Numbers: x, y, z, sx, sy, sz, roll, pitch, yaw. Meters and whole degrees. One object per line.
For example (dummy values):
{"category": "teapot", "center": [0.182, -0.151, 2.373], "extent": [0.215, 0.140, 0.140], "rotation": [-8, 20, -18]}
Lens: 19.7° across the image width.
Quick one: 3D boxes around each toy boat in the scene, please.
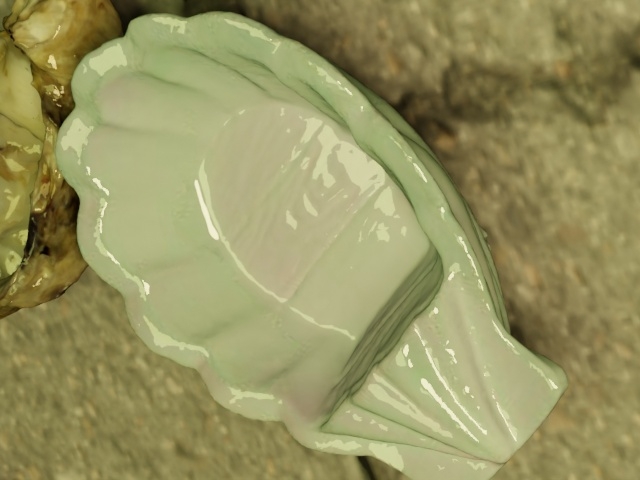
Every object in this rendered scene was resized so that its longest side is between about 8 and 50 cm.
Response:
{"category": "toy boat", "center": [0.000, 0.000, 0.932], "extent": [0.290, 0.100, 0.199], "rotation": [45, 127, 11]}

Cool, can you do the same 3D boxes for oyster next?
{"category": "oyster", "center": [-0.196, -0.032, 1.068], "extent": [0.294, 0.094, 0.166], "rotation": [-22, 78, 47]}
